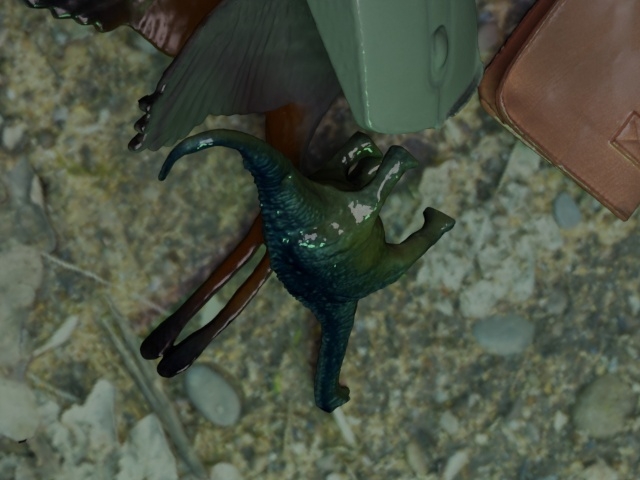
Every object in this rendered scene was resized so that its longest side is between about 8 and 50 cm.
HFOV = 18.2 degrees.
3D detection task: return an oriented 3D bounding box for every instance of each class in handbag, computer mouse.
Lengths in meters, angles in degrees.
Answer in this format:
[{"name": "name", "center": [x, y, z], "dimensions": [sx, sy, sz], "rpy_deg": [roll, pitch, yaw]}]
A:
[{"name": "handbag", "center": [0.230, -0.138, 1.421], "dimensions": [0.157, 0.059, 0.212], "rpy_deg": [38, 93, -16]}, {"name": "computer mouse", "center": [0.046, -0.180, 1.267], "dimensions": [0.128, 0.079, 0.231], "rpy_deg": [-32, 106, -41]}]

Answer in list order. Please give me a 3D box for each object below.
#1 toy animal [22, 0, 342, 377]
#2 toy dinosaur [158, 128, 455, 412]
[{"name": "toy animal", "center": [-0.021, -0.086, 1.354], "dimensions": [0.302, 0.225, 0.284], "rpy_deg": [-28, 126, -15]}, {"name": "toy dinosaur", "center": [0.008, -0.006, 1.327], "dimensions": [0.147, 0.076, 0.363], "rpy_deg": [-47, 150, -12]}]
